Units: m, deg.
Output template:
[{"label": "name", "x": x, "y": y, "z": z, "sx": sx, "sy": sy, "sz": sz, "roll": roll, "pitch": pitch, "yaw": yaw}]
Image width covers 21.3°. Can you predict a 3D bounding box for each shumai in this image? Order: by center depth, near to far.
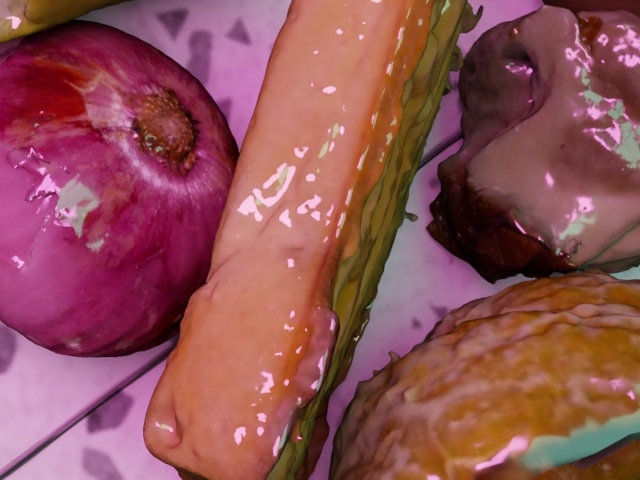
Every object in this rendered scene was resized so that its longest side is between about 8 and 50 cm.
[{"label": "shumai", "x": 0.145, "y": -0.036, "z": 0.988, "sx": 0.201, "sy": 0.201, "sz": 0.120, "roll": 46, "pitch": 57, "yaw": -18}]

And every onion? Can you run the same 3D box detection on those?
[{"label": "onion", "x": -0.119, "y": -0.026, "z": 0.872, "sx": 0.177, "sy": 0.153, "sz": 0.177, "roll": 4, "pitch": 83, "yaw": -34}]

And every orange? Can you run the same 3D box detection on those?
[{"label": "orange", "x": 0.164, "y": 0.132, "z": 0.961, "sx": 0.368, "sy": 0.271, "sz": 0.210, "roll": 15, "pitch": 41, "yaw": -28}]

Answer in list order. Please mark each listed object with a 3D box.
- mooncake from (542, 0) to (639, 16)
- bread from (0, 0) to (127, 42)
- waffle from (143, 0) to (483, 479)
[{"label": "mooncake", "x": 0.336, "y": -0.199, "z": 0.960, "sx": 0.467, "sy": 0.467, "sz": 0.262, "roll": 22, "pitch": 81, "yaw": -25}, {"label": "bread", "x": -0.094, "y": -0.242, "z": 0.854, "sx": 0.376, "sy": 0.251, "sz": 0.208, "roll": -29, "pitch": 146, "yaw": -27}, {"label": "waffle", "x": 0.001, "y": 0.000, "z": 0.842, "sx": 0.077, "sy": 0.348, "sz": 0.304, "roll": 19, "pitch": 78, "yaw": 4}]
